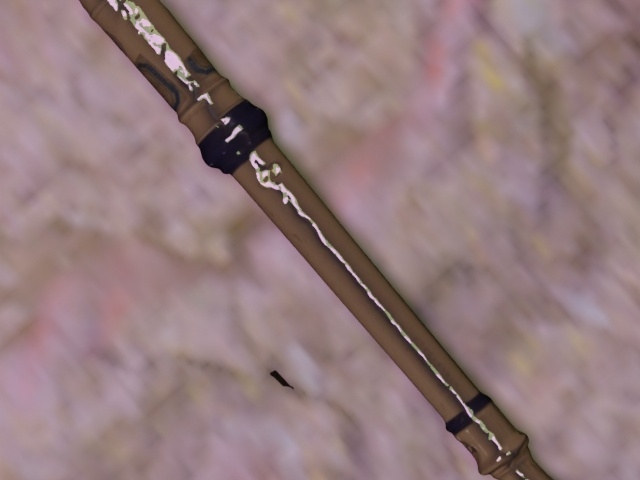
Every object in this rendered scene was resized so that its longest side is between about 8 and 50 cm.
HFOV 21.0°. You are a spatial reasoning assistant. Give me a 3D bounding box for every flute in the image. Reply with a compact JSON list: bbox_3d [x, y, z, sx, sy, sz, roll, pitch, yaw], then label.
[{"bbox_3d":[0.000,0.000,0.540,0.027,0.027,0.233,-41,89,3],"label":"flute"}]
